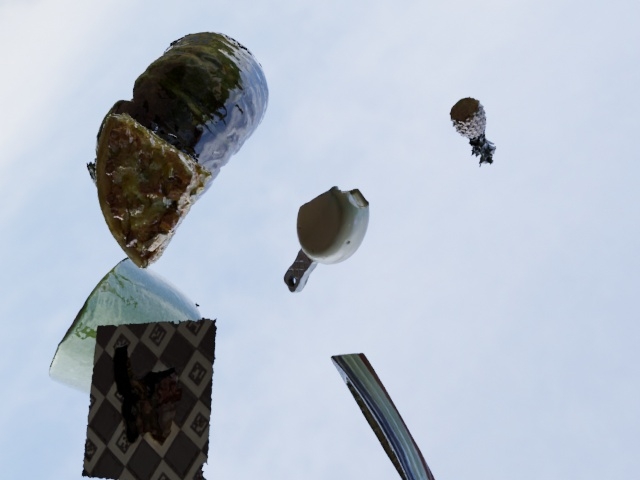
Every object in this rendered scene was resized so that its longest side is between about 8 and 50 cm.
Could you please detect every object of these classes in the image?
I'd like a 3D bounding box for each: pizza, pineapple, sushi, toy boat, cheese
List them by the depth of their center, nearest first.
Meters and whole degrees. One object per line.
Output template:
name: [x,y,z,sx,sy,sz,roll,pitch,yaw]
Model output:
sushi: [-0.118,0.120,1.015,0.126,0.026,0.120,-5,-105,37]
pizza: [-0.189,-0.063,1.498,0.134,0.175,0.046,-21,178,22]
cheese: [-0.002,-0.007,1.709,0.171,0.047,0.092,-38,-120,44]
toy boat: [0.084,0.242,1.852,0.046,0.080,0.229,-26,-115,-7]
pineapple: [0.238,-0.159,2.065,0.058,0.124,0.058,-19,-135,20]

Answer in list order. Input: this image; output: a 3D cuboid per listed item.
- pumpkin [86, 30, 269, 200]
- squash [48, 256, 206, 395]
pumpkin: [-0.213,-0.182,2.120,0.320,0.192,0.320,-51,-174,7]
squash: [-0.280,0.105,1.758,0.189,0.260,0.189,-13,-117,27]
